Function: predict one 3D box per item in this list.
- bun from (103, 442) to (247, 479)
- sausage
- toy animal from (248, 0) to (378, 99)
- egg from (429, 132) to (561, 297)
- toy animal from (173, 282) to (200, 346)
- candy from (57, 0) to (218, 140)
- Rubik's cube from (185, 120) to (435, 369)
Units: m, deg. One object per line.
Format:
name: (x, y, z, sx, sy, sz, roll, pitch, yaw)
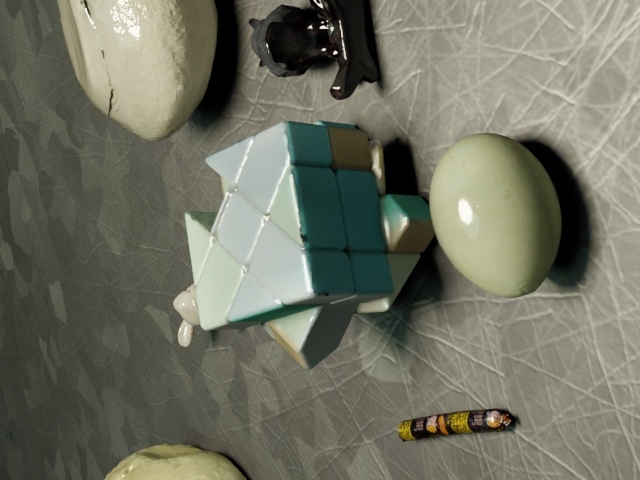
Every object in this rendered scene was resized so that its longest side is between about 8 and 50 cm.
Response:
bun: (-0.225, 0.482, 1.675, 0.352, 0.227, 0.349, 62, 143, 17)
sausage: (0.139, 0.199, 1.196, 0.198, 0.025, 0.028, -22, 39, 58)
toy animal: (-0.038, -0.208, 1.227, 0.210, 0.117, 0.121, 2, 110, 54)
egg: (0.158, -0.022, 1.001, 0.114, 0.114, 0.152, -29, 80, 57)
toy animal: (-0.162, 0.091, 1.573, 0.124, 0.071, 0.085, -18, 106, 49)
candy: (-0.225, -0.269, 1.424, 0.295, 0.185, 0.295, 53, 157, 34)
Rubik's cube: (0.000, 0.000, 1.178, 0.224, 0.213, 0.265, -17, 76, 43)
